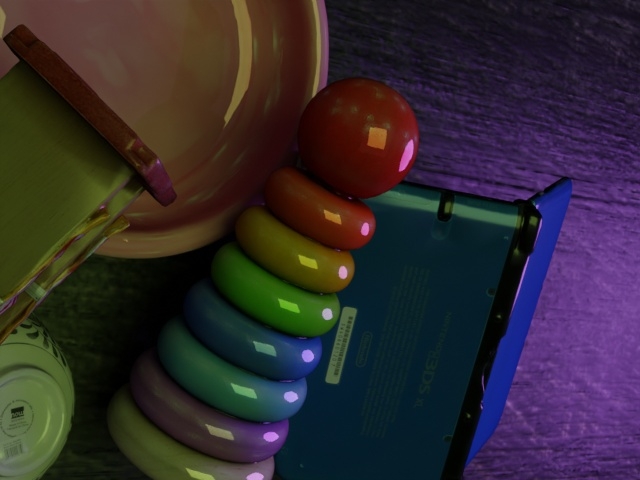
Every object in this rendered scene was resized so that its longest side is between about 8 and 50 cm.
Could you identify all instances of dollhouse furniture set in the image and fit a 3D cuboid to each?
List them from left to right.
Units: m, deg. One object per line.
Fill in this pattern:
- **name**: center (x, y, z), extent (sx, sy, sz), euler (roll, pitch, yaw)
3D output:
- **dollhouse furniture set**: center (-0.281, -0.096, 0.591), extent (0.201, 0.152, 0.374), euler (-44, 91, -7)

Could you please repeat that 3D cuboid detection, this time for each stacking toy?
- **stacking toy**: center (-0.034, 0.028, 0.763), extent (0.141, 0.141, 0.330), euler (19, 105, -34)

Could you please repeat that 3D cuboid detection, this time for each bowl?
- **bowl**: center (-0.232, 0.120, 0.710), extent (0.170, 0.080, 0.170), euler (-6, 99, -48)

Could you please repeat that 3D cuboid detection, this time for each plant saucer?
- **plant saucer**: center (-0.148, -0.153, 0.772), extent (0.332, 0.084, 0.332), euler (-2, 94, -34)

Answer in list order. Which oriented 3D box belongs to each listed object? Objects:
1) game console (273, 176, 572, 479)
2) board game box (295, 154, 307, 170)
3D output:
- **game console**: center (0.100, 0.075, 0.937), extent (0.250, 0.173, 0.293), euler (10, 109, -8)
- **board game box**: center (0.000, 0.000, 0.868), extent (0.103, 0.026, 0.154), euler (-10, 119, -58)
